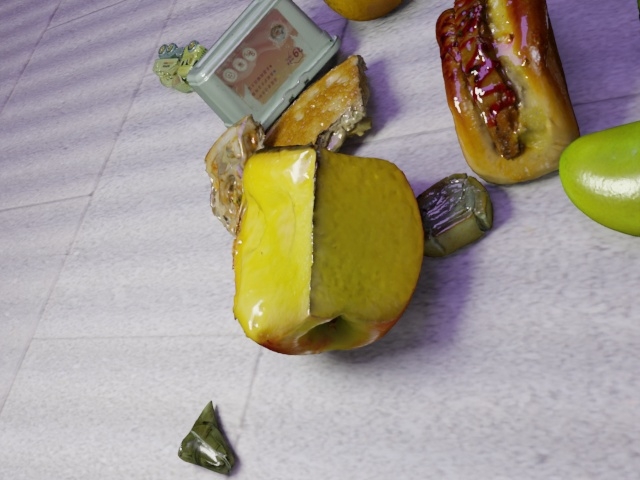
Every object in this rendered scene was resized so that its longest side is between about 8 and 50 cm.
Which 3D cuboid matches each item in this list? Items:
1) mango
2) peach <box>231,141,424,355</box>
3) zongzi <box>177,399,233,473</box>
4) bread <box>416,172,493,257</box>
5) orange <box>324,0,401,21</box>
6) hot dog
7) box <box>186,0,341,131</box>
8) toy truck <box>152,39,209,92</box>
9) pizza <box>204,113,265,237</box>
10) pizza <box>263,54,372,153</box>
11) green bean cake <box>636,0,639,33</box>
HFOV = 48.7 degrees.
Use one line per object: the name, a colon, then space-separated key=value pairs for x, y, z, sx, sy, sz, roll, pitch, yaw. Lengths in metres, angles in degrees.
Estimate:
mango: x=0.469 y=-0.088 z=0.956 sx=0.273 sy=0.149 sz=0.185 roll=-17 pitch=58 yaw=32
peach: x=0.000 y=0.000 z=1.157 sx=0.306 sy=0.242 sz=0.380 roll=-34 pitch=54 yaw=49
zongzi: x=-0.172 y=0.326 z=1.181 sx=0.104 sy=0.052 sz=0.113 roll=8 pitch=52 yaw=30
bread: x=0.206 y=-0.040 z=1.160 sx=0.156 sy=0.064 sz=0.117 roll=-35 pitch=45 yaw=7
orange: x=0.100 y=-0.588 z=1.516 sx=0.236 sy=0.236 sz=0.236 roll=-18 pitch=51 yaw=24
hot dog: x=0.298 y=-0.302 z=1.174 sx=0.185 sy=0.223 sz=0.405 roll=-16 pitch=52 yaw=21
box: x=-0.133 y=-0.381 z=1.524 sx=0.312 sy=0.182 sz=0.175 roll=-51 pitch=26 yaw=-7
toy truck: x=-0.355 y=-0.438 z=1.815 sx=0.191 sy=0.085 sz=0.116 roll=8 pitch=74 yaw=42
pizza: x=-0.155 y=-0.086 z=1.391 sx=0.189 sy=0.071 sz=0.297 roll=-26 pitch=72 yaw=40
pizza: x=0.007 y=-0.229 z=1.415 sx=0.323 sy=0.089 sz=0.223 roll=-46 pitch=39 yaw=1
green bean cake: x=0.577 y=-0.382 z=1.045 sx=0.200 sy=0.214 sz=0.113 roll=-45 pitch=51 yaw=-1
